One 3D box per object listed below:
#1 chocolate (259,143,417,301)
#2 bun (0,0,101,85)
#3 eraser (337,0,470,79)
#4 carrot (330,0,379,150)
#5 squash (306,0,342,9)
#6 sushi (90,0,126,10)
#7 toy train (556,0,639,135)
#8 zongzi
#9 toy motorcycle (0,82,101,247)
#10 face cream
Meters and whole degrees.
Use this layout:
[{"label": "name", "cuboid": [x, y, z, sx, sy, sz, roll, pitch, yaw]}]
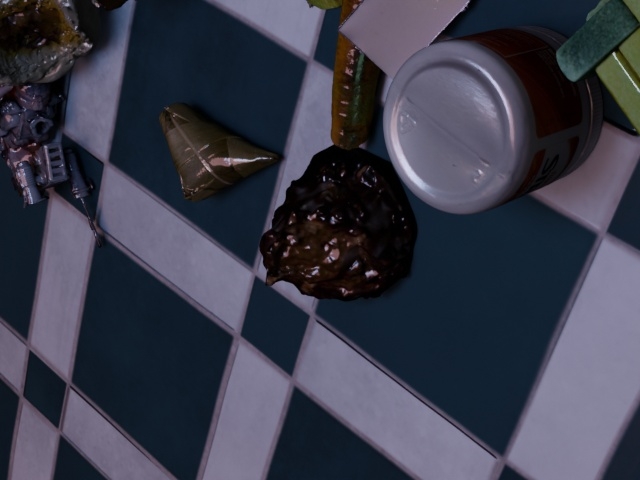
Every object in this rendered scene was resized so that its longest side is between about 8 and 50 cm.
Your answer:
[{"label": "chocolate", "cuboid": [0.000, 0.000, 1.612, 0.206, 0.177, 0.224, 29, 123, 32]}, {"label": "bun", "cuboid": [-0.479, -0.364, 1.894, 0.281, 0.281, 0.205, 32, 162, 30]}, {"label": "eraser", "cuboid": [0.107, -0.287, 1.473, 0.104, 0.023, 0.150, 41, 118, -8]}, {"label": "carrot", "cuboid": [0.055, -0.248, 1.556, 0.070, 0.070, 0.260, 27, 123, 33]}, {"label": "squash", "cuboid": [-0.017, -0.400, 1.553, 0.192, 0.085, 0.184, -11, 96, 45]}, {"label": "sushi", "cuboid": [-0.267, -0.453, 1.661, 0.212, 0.227, 0.215, 54, 132, 15]}, {"label": "toy train", "cuboid": [0.422, -0.160, 1.196, 0.397, 0.160, 0.253, 57, 140, 11]}, {"label": "zongzi", "cuboid": [-0.159, -0.159, 1.774, 0.176, 0.078, 0.160, -27, 85, 34]}, {"label": "toy motorcycle", "cuboid": [-0.500, -0.162, 2.040, 0.207, 0.134, 0.401, -17, 91, 50]}, {"label": "face cream", "cuboid": [0.202, -0.145, 1.369, 0.201, 0.187, 0.201, 15, 114, 38]}]
